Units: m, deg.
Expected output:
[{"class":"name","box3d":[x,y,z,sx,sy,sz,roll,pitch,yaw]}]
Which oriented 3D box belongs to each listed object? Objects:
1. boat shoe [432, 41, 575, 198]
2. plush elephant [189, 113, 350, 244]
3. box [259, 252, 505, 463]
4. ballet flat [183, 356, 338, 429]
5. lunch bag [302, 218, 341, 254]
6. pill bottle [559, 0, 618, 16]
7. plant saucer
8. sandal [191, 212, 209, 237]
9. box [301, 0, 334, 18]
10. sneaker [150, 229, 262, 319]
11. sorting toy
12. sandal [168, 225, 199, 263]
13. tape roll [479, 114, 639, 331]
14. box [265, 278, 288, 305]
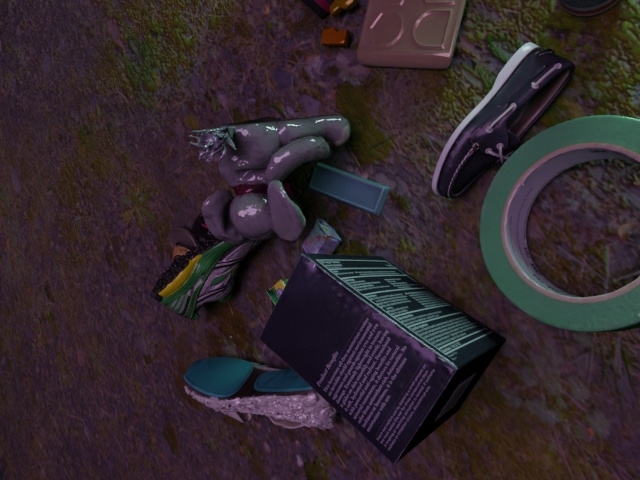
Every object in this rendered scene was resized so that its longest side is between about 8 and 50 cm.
[{"class":"boat shoe","box3d":[0.310,-0.192,0.834,0.091,0.114,0.302,41,109,33]},{"class":"plush elephant","box3d":[-0.111,-0.117,1.003,0.272,0.330,0.255,8,111,36]},{"class":"box","box3d":[0.112,0.170,0.829,0.294,0.296,0.182,36,106,29]},{"class":"ballet flat","box3d":[-0.139,0.353,1.076,0.409,0.147,0.146,-4,85,32]},{"class":"lunch bag","box3d":[0.000,0.000,1.051,0.071,0.053,0.083,-58,36,16]},{"class":"pill bottle","box3d":[0.415,-0.436,0.743,0.108,0.180,0.107,-2,86,32]},{"class":"plant saucer","box3d":[0.055,-0.113,1.045,0.192,0.018,0.067,24,100,30]},{"class":"sandal","box3d":[-0.270,-0.060,1.228,0.179,0.040,0.067,-22,74,29]},{"class":"box","box3d":[-0.041,-0.658,1.050,0.143,0.165,0.270,-34,70,25]},{"class":"sneaker","box3d":[-0.241,0.055,1.172,0.344,0.146,0.134,-39,25,12]},{"class":"sorting toy","box3d":[0.151,-0.477,0.999,0.307,0.041,0.228,16,100,32]},{"class":"sandal","box3d":[-0.354,0.060,1.263,0.090,0.060,0.219,-28,73,28]},{"class":"tape roll","box3d":[0.406,-0.023,0.734,0.321,0.077,0.321,-11,75,48]},{"class":"box","box3d":[-0.032,0.130,0.988,0.043,0.179,0.105,-44,67,23]}]
